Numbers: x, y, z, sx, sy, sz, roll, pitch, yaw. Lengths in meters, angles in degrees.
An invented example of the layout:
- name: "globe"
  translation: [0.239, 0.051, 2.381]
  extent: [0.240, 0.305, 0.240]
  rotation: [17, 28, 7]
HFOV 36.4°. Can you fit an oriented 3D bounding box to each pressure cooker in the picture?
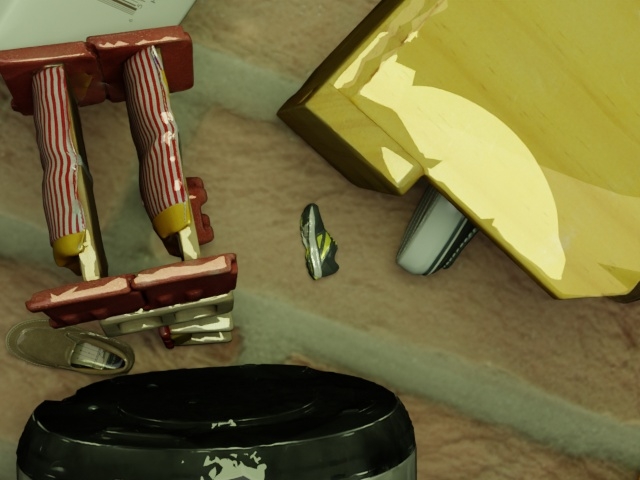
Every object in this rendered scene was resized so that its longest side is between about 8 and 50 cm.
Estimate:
- name: "pressure cooker"
  translation: [-0.085, 0.346, 0.902]
  extent: [0.369, 0.375, 0.421]
  rotation: [1, 93, 8]

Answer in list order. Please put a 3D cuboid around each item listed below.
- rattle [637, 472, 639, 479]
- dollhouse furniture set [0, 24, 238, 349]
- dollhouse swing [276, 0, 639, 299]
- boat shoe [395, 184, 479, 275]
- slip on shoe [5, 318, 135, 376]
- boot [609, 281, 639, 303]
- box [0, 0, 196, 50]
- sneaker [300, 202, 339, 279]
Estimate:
- name: "rattle"
  translation: [0.297, 0.346, 1.083]
  extent: [0.130, 0.143, 0.200]
  rotation: [25, 120, -19]
- name: "dollhouse furniture set"
  translation: [-0.170, -0.016, 0.877]
  extent: [0.152, 0.374, 0.201]
  rotation: [-11, 78, -9]
- name: "dollhouse swing"
  translation: [0.198, -0.146, 0.935]
  extent: [0.305, 0.315, 0.347]
  rotation: [43, 87, -10]
- name: "boat shoe"
  translation: [0.212, -0.086, 1.030]
  extent: [0.119, 0.121, 0.335]
  rotation: [37, 87, -5]
- name: "slip on shoe"
  translation: [-0.263, 0.116, 1.022]
  extent: [0.135, 0.041, 0.051]
  rotation: [17, 91, -8]
- name: "boot"
  translation: [0.388, -0.054, 0.984]
  extent: [0.089, 0.269, 0.236]
  rotation: [32, 82, 1]
- name: "box"
  translation: [-0.247, -0.325, 0.833]
  extent: [0.345, 0.168, 0.215]
  rotation: [47, 108, 25]
- name: "sneaker"
  translation: [0.000, 0.000, 1.058]
  extent: [0.035, 0.031, 0.083]
  rotation: [-9, 98, -20]
